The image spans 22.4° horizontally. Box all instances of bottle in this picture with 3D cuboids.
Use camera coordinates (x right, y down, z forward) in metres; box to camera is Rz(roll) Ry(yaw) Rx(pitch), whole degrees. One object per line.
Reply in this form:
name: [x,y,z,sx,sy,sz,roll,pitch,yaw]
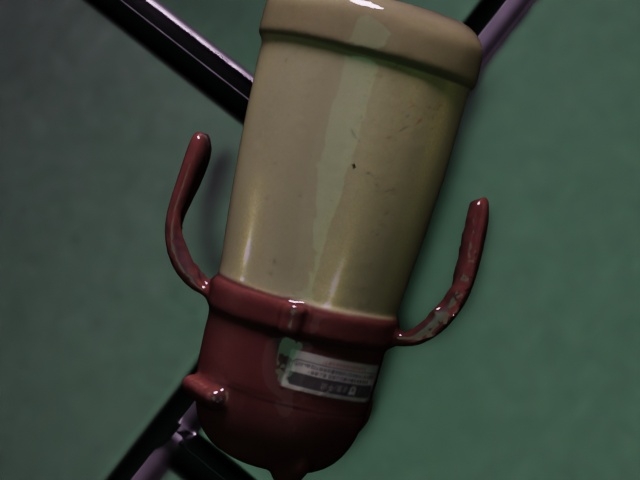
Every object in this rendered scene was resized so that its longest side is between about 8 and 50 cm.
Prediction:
bottle: [-0.001,0.000,0.338,0.063,0.047,0.101,17,94,34]
